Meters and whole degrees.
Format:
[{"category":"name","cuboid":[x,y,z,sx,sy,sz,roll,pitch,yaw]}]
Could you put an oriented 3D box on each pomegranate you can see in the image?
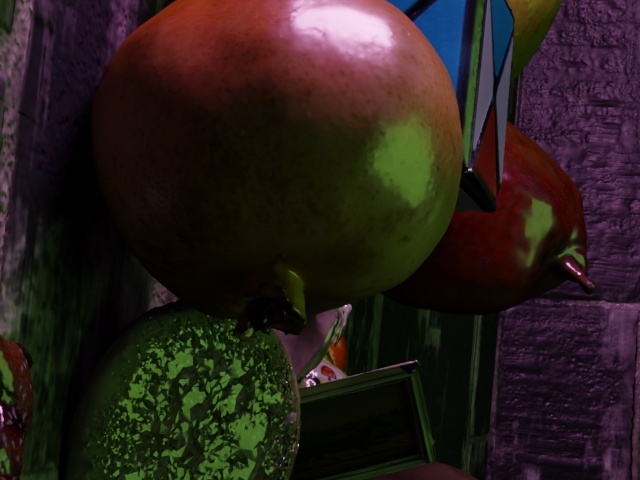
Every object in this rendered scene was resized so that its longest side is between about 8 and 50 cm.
[{"category":"pomegranate","cuboid":[-0.035,-0.064,1.298,0.319,0.319,0.319,4,90,-76]}]

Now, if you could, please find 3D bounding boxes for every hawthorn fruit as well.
[{"category":"hawthorn fruit","cuboid":[0.193,-0.043,2.167,0.308,0.325,0.308,-4,90,-85]}]

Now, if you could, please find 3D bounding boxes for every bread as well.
[{"category":"bread","cuboid":[-0.107,0.174,1.370,0.267,0.040,0.266,-12,106,-46]}]

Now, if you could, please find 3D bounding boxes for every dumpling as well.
[{"category":"dumpling","cuboid":[-0.058,0.078,1.567,0.172,0.142,0.247,-63,-155,6]}]

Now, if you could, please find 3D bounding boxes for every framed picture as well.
[{"category":"framed picture","cuboid":[-0.016,0.198,1.553,0.197,0.252,0.014,74,2,-54]}]

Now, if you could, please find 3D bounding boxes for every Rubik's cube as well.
[{"category":"Rubik's cube","cuboid":[0.075,-0.171,1.801,0.250,0.248,0.246,28,66,-73]}]

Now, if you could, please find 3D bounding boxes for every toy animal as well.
[{"category":"toy animal","cuboid":[-0.218,0.172,1.065,0.260,0.087,0.243,64,34,-57]}]

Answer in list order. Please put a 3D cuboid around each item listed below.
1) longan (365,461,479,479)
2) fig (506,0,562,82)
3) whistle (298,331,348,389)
[{"category":"longan","cuboid":[0.108,0.479,1.816,0.404,0.404,0.435,-62,146,-58]},{"category":"fig","cuboid":[0.199,-0.320,2.254,0.258,0.258,0.326,-53,159,-65]},{"category":"whistle","cuboid":[-0.024,0.128,1.711,0.106,0.131,0.288,-53,-153,34]}]
